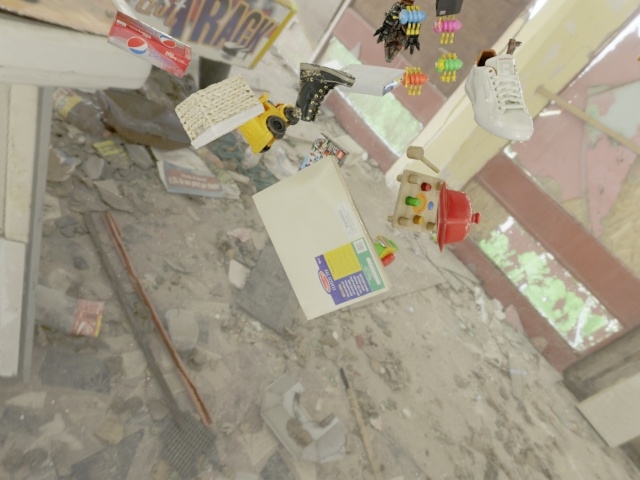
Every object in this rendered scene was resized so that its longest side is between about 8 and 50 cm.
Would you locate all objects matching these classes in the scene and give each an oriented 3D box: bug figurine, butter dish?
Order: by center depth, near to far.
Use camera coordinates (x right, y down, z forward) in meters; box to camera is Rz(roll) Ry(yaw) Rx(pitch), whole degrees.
[{"bbox_3d":[0.389,-0.065,1.172,0.118,0.160,0.160,2,56,13],"label":"butter dish"},{"bbox_3d":[0.346,-0.622,1.338,0.216,0.279,0.072,-4,9,2],"label":"bug figurine"}]

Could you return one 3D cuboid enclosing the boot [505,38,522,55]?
[{"bbox_3d":[0.738,-0.716,1.618,0.106,0.114,0.037,-15,34,-43],"label":"boot"}]

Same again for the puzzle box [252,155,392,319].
[{"bbox_3d":[0.000,0.000,1.198,0.409,0.272,0.052,66,21,-1],"label":"puzzle box"}]

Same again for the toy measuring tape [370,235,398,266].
[{"bbox_3d":[0.201,0.040,1.544,0.121,0.121,0.330,53,18,21],"label":"toy measuring tape"}]

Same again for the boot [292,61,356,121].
[{"bbox_3d":[0.004,-0.464,1.338,0.085,0.179,0.236,-6,29,-45],"label":"boot"}]

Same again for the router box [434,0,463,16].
[{"bbox_3d":[0.380,-0.860,1.201,0.309,0.080,0.243,55,31,-77],"label":"router box"}]

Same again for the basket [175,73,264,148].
[{"bbox_3d":[-0.236,-0.303,0.970,0.167,0.113,0.103,-45,113,-39],"label":"basket"}]

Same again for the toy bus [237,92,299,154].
[{"bbox_3d":[-0.208,-0.449,1.494,0.211,0.149,0.220,47,52,-10],"label":"toy bus"}]

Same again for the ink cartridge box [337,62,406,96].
[{"bbox_3d":[0.240,-0.841,2.171,0.329,0.072,0.324,18,40,26],"label":"ink cartridge box"}]

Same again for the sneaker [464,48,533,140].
[{"bbox_3d":[0.403,-0.341,0.943,0.105,0.123,0.290,-3,47,-6],"label":"sneaker"}]

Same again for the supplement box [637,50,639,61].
[{"bbox_3d":[0.783,-0.469,0.837,0.129,0.191,0.194,28,62,11],"label":"supplement box"}]

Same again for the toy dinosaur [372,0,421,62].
[{"bbox_3d":[0.285,-0.798,1.508,0.164,0.322,0.219,3,50,15],"label":"toy dinosaur"}]

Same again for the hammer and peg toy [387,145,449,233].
[{"bbox_3d":[0.449,-0.217,1.826,0.265,0.362,0.127,8,8,-36],"label":"hammer and peg toy"}]

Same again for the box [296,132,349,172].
[{"bbox_3d":[0.006,-0.343,1.884,0.159,0.233,0.044,40,27,13],"label":"box"}]

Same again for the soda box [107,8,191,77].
[{"bbox_3d":[-0.594,-0.684,1.461,0.263,0.092,0.084,17,48,-36],"label":"soda box"}]
